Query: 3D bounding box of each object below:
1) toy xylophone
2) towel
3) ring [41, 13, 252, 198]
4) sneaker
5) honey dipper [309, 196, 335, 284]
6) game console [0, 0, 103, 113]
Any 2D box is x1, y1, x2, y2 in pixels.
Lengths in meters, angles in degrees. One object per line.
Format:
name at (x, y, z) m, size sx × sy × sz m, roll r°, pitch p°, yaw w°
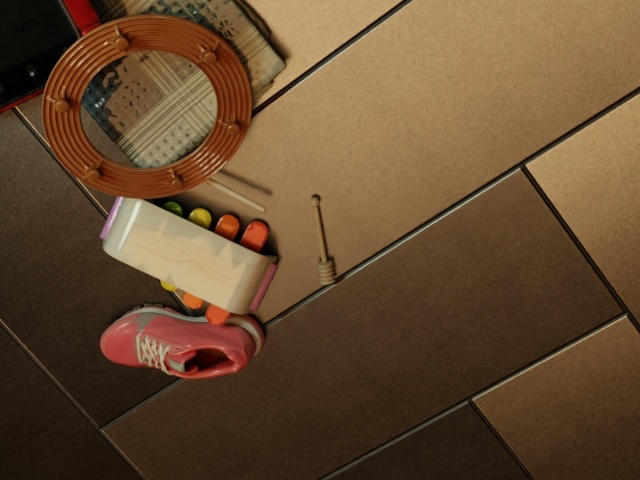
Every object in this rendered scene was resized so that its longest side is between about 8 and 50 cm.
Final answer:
toy xylophone at (-0.220, -0.003, 1.852) m, size 0.322 × 0.081 × 0.236 m, roll 33°, pitch 96°, yaw -2°
towel at (-0.260, -0.307, 1.733) m, size 0.324 × 0.056 × 0.312 m, roll -38°, pitch 100°, yaw 14°
ring at (-0.271, -0.201, 1.677) m, size 0.336 × 0.032 × 0.337 m, roll -9°, pitch 130°, yaw -11°
sneaker at (-0.267, 0.193, 1.926) m, size 0.314 × 0.136 × 0.116 m, roll -2°, pitch 113°, yaw 10°
honey dipper at (0.000, 0.000, 1.854) m, size 0.030 × 0.030 × 0.161 m, roll -6°, pitch 111°, yaw 12°
game console at (-0.538, -0.384, 1.688) m, size 0.386 × 0.060 × 0.342 m, roll -15°, pitch 110°, yaw 38°
